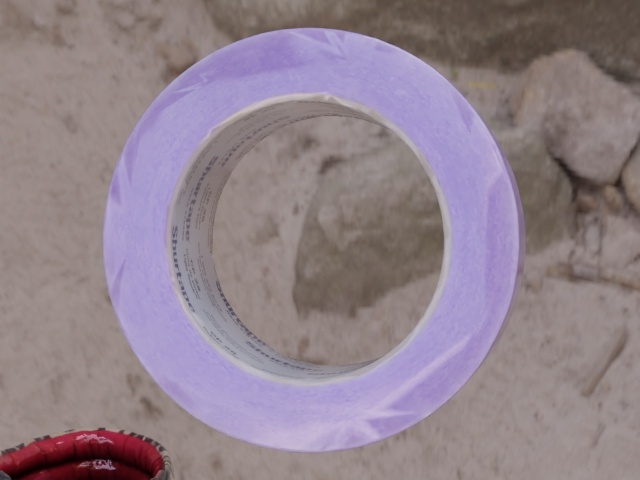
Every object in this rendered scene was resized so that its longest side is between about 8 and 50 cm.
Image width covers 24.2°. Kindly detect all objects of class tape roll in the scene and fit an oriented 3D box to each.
[{"bbox_3d":[0.000,0.000,0.693,0.189,0.080,0.189,0,91,9],"label":"tape roll"}]

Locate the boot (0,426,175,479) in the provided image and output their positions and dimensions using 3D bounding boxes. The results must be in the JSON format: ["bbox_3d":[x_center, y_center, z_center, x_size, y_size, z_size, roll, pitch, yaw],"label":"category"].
[{"bbox_3d":[-0.158,0.278,0.859,0.138,0.377,0.284,4,95,4],"label":"boot"}]
